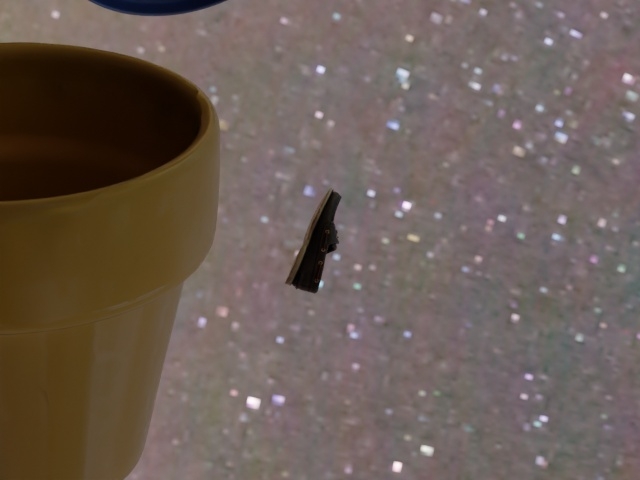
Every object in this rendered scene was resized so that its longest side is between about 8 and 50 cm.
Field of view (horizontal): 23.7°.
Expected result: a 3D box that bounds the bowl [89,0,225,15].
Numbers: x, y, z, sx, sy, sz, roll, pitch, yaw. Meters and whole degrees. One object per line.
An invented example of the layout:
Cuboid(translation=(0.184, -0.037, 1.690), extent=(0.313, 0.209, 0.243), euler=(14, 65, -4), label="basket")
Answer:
Cuboid(translation=(-0.211, -0.486, 2.180), extent=(0.391, 0.391, 0.077), euler=(-44, -132, 34), label="bowl")

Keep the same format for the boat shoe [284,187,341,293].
Cuboid(translation=(0.000, 0.001, 1.774), extent=(0.049, 0.042, 0.133), euler=(118, -7, -64), label="boat shoe")

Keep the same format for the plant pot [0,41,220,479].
Cuboid(translation=(-0.192, 0.029, 0.952), extent=(0.254, 0.254, 0.239), euler=(44, -42, 51), label="plant pot")
